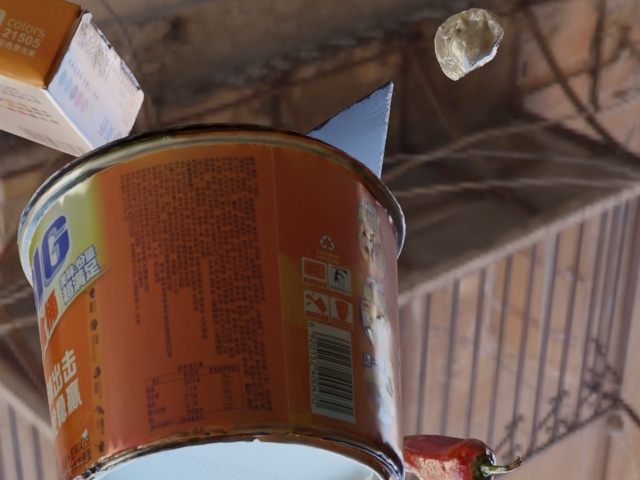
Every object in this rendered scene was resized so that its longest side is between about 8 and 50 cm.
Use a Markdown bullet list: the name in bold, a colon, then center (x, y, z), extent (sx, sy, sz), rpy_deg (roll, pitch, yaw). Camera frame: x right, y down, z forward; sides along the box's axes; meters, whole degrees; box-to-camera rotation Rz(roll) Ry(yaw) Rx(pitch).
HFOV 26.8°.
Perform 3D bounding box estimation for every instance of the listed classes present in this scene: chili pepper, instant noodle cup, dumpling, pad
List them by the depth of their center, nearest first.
- **instant noodle cup**: center (-0.069, 0.089, 0.940), extent (0.296, 0.296, 0.214), rpy_deg (-3, -124, -6)
- **pad**: center (0.000, -0.045, 1.148), extent (0.143, 0.211, 0.003), rpy_deg (-33, -112, -19)
- **chili pepper**: center (0.112, 0.205, 1.240), extent (0.059, 0.050, 0.191), rpy_deg (17, 166, -32)
- **dumpling**: center (0.157, -0.212, 1.433), extent (0.052, 0.076, 0.057), rpy_deg (-26, -103, -22)

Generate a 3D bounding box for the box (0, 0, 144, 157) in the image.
- **box**: center (-0.321, -0.175, 1.238), extent (0.274, 0.091, 0.221), rpy_deg (19, 168, 10)
